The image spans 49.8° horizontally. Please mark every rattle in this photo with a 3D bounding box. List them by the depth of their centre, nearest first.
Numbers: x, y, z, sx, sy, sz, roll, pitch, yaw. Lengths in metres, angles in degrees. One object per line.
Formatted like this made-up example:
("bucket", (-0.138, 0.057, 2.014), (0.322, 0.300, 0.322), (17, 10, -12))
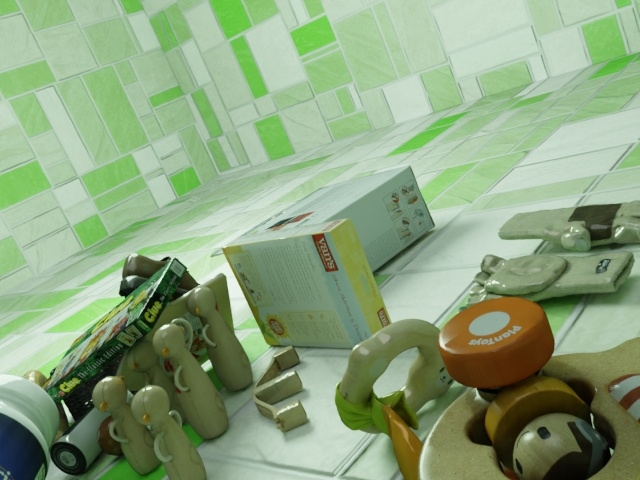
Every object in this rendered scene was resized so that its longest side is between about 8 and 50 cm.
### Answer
("rattle", (0.125, 0.142, 0.664), (0.200, 0.130, 0.143), (-1, 10, -37))

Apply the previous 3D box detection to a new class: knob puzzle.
("knob puzzle", (-0.215, 0.144, 0.995), (0.213, 0.213, 0.030), (-31, 57, -29))

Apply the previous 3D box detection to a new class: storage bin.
("storage bin", (-0.328, 0.209, 1.108), (0.180, 0.084, 0.122), (-29, 15, -22))

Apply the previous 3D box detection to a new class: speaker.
("speaker", (-0.310, 0.259, 0.953), (0.055, 0.055, 0.136), (-18, 15, 21))

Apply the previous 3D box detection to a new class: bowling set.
("bowling set", (-0.218, 0.191, 0.850), (0.200, 0.154, 0.287), (-21, 14, 11))

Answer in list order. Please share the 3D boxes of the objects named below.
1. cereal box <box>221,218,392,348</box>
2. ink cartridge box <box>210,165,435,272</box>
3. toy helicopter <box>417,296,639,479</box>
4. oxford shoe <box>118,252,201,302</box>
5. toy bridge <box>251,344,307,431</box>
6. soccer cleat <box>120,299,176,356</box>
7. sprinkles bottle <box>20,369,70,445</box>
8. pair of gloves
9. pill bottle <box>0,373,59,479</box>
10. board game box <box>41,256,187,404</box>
("cereal box", (-0.022, 0.066, 0.958), (0.240, 0.172, 0.047), (-7, 21, 47))
("ink cartridge box", (0.000, 0.000, 1.251), (0.309, 0.130, 0.272), (-33, 15, -35))
("toy helicopter", (0.226, 0.130, 0.413), (0.355, 0.140, 0.235), (-13, 19, 27))
("oxford shoe", (-0.258, 0.076, 1.263), (0.083, 0.227, 0.096), (-23, 57, 33))
("toy bridge", (-0.054, 0.187, 0.863), (0.063, 0.026, 0.188), (-26, 14, 2))
("soccer cleat", (-0.272, 0.152, 1.245), (0.248, 0.083, 0.095), (-20, 5, 18))
("sprinkles bottle", (-0.552, 0.318, 0.989), (0.356, 0.121, 0.121), (-26, 14, -12))
("pair of gloves", (0.310, 0.014, 0.885), (0.204, 0.042, 0.240), (-7, 23, 39))
("pill bottle", (-0.398, 0.276, 0.767), (0.153, 0.153, 0.264), (-21, 23, 10))
("board game box", (-0.292, 0.132, 0.950), (0.260, 0.030, 0.136), (-37, 18, 28))
